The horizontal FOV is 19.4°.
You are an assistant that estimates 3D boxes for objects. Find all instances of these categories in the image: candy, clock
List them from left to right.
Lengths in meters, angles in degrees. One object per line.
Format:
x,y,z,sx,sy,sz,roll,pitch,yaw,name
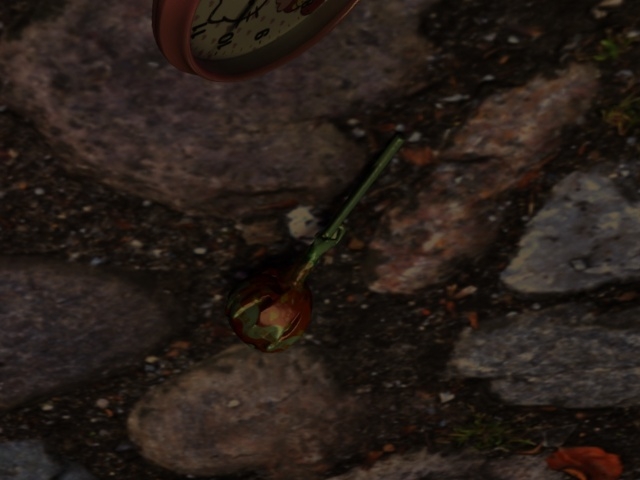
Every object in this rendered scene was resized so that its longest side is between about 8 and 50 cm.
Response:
-0.033,-0.226,1.495,0.244,0.056,0.244,-35,158,-16,clock
-0.001,-0.001,1.833,0.084,0.078,0.288,31,121,-8,candy
